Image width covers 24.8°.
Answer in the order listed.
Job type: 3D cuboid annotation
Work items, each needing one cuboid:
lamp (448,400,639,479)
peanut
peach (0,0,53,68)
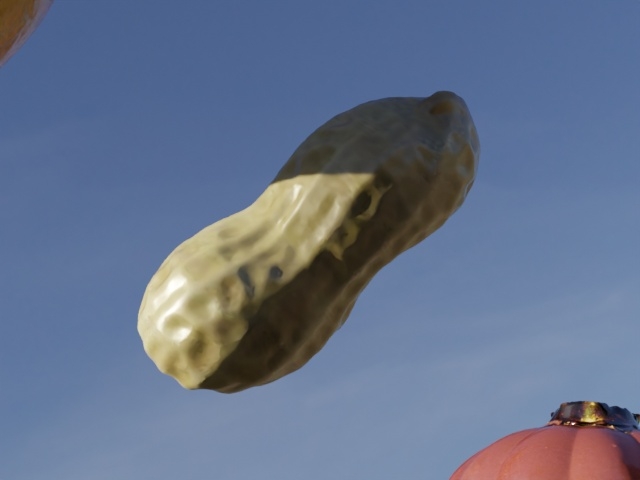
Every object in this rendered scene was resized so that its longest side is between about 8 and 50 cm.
[{"bbox_3d":[0.091,0.102,0.484,0.108,0.092,0.107,3,-20,1],"label":"lamp"},{"bbox_3d":[0.000,0.000,1.064,0.298,0.120,0.136,-42,-23,-7],"label":"peanut"},{"bbox_3d":[-0.293,-0.266,1.018,0.242,0.380,0.306,-15,-27,39],"label":"peach"}]
